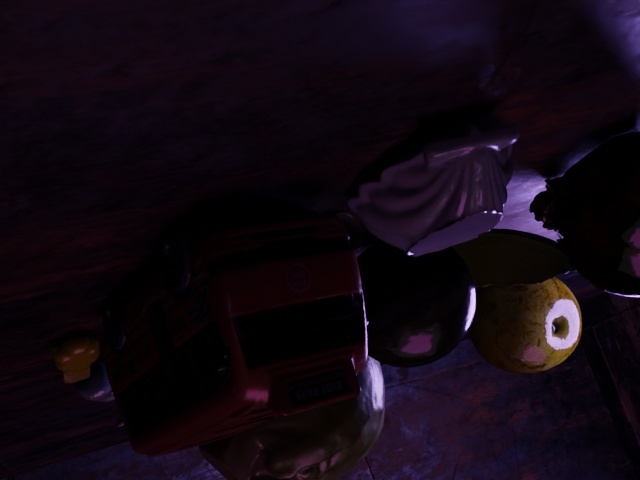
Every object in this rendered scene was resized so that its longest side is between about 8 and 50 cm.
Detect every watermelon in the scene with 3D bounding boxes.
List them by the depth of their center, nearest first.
[{"bbox_3d":[0.132,0.093,1.273,0.212,0.212,0.212,-18,166,-5],"label":"watermelon"}]

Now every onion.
[{"bbox_3d":[0.445,-0.042,1.166,0.221,0.281,0.281,-61,170,-10],"label":"onion"}]

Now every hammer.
[{"bbox_3d":[-0.337,0.272,1.478,0.194,0.069,0.116,16,168,8],"label":"hammer"}]

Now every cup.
[{"bbox_3d":[0.003,0.005,1.071,0.083,0.054,0.075,-28,178,39],"label":"cup"}]

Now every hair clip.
[{"bbox_3d":[-0.382,0.183,1.283,0.072,0.046,0.173,-16,165,-25],"label":"hair clip"}]

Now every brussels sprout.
[{"bbox_3d":[-0.046,0.265,1.351,0.355,0.289,0.281,-44,148,-36],"label":"brussels sprout"}]

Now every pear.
[{"bbox_3d":[0.508,0.201,2.082,0.284,0.283,0.283,-18,166,-5],"label":"pear"}]

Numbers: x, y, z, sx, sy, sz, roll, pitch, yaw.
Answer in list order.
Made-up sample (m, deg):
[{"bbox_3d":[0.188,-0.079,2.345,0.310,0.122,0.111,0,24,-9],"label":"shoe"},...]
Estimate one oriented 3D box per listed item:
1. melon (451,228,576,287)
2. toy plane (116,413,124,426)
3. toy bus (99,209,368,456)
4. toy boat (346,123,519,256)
[{"bbox_3d":[0.307,0.033,1.330,0.262,0.113,0.053,6,163,43],"label":"melon"},{"bbox_3d":[-0.254,0.219,1.433,0.267,0.088,0.212,-32,173,-27],"label":"toy plane"},{"bbox_3d":[-0.120,0.130,1.032,0.203,0.232,0.427,-9,164,-33],"label":"toy bus"},{"bbox_3d":[0.142,-0.049,0.965,0.200,0.100,0.290,-17,168,-10],"label":"toy boat"}]
